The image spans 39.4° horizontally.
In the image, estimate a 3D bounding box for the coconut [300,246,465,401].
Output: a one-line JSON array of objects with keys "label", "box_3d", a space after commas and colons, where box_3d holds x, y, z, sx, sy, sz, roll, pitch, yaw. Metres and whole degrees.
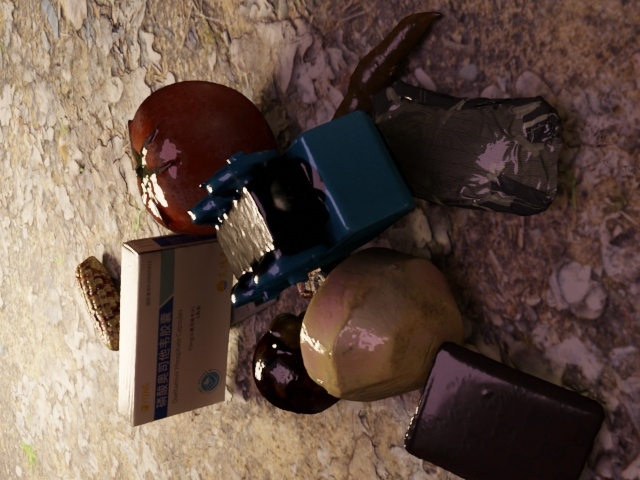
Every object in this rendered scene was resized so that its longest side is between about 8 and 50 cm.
[{"label": "coconut", "box_3d": [0.076, 0.119, 1.272, 0.236, 0.237, 0.197, 15, 142, 47]}]

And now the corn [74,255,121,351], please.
[{"label": "corn", "box_3d": [-0.490, 0.138, 2.014, 0.253, 0.086, 0.086, 56, 133, 28]}]

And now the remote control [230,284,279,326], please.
[{"label": "remote control", "box_3d": [-0.164, 0.122, 1.680, 0.261, 0.029, 0.067, -30, 74, 47]}]

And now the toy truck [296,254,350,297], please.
[{"label": "toy truck", "box_3d": [0.000, 0.000, 1.436, 0.092, 0.083, 0.192, -9, 88, 49]}]

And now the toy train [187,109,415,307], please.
[{"label": "toy train", "box_3d": [-0.026, -0.039, 1.222, 0.188, 0.265, 0.300, 63, 160, 5]}]

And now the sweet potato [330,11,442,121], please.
[{"label": "sweet potato", "box_3d": [0.083, -0.243, 1.320, 0.274, 0.067, 0.067, -50, 59, 35]}]

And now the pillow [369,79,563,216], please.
[{"label": "pillow", "box_3d": [0.179, -0.127, 1.203, 0.335, 0.092, 0.162, 17, 103, 47]}]

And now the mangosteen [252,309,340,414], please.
[{"label": "mangosteen", "box_3d": [-0.031, 0.189, 1.434, 0.172, 0.172, 0.184, 21, 130, 45]}]

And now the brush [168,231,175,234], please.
[{"label": "brush", "box_3d": [-0.300, 0.072, 1.830, 0.033, 0.030, 0.179, -12, 87, 59]}]

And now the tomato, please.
[{"label": "tomato", "box_3d": [-0.195, -0.143, 1.519, 0.265, 0.264, 0.265, 10, 103, 48]}]

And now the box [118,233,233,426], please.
[{"label": "box", "box_3d": [-0.263, 0.157, 1.632, 0.065, 0.200, 0.344, 28, 119, 46]}]

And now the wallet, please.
[{"label": "wallet", "box_3d": [0.235, 0.248, 1.168, 0.229, 0.049, 0.182, 22, 109, 18]}]
